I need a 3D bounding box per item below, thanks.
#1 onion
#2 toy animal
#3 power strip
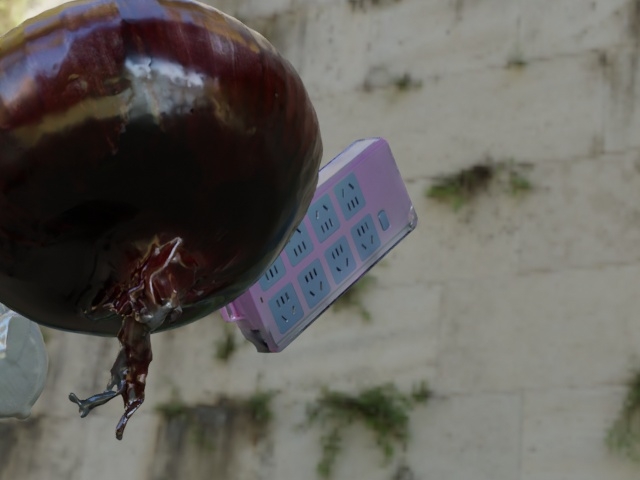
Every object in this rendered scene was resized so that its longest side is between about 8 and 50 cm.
[{"bbox_3d":[-0.122,-0.024,0.989,0.273,0.285,0.273,-10,-36,-8],"label":"onion"},{"bbox_3d":[-0.426,0.116,1.808,0.282,0.140,0.138,38,-17,54],"label":"toy animal"},{"bbox_3d":[0.000,0.000,1.440,0.038,0.279,0.109,-4,-64,42],"label":"power strip"}]
